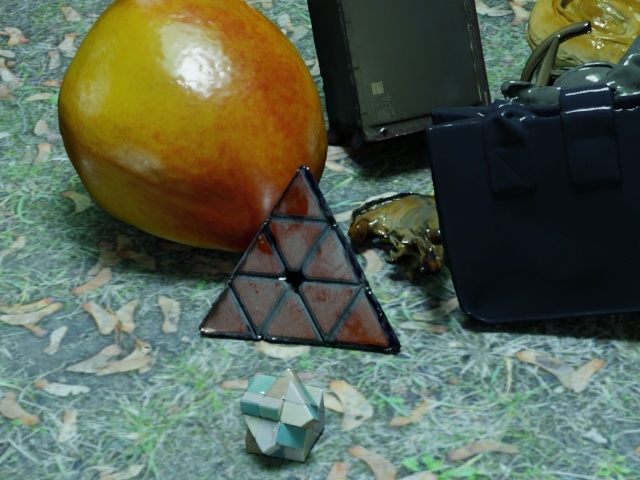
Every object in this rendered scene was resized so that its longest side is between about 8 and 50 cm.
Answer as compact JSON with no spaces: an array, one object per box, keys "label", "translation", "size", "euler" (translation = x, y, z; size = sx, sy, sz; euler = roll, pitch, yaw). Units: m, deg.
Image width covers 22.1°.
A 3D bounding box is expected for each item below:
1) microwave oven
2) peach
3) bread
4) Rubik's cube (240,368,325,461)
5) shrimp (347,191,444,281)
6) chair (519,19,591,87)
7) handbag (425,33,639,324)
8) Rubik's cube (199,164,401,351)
[{"label":"microwave oven","translation":[0.083,-0.250,1.985],"size":[0.178,0.247,0.188],"euler":[-13,11,-16]},{"label":"peach","translation":[-0.129,-0.134,1.816],"size":[0.289,0.289,0.308],"euler":[-26,33,-33]},{"label":"bread","translation":[0.386,-0.275,2.146],"size":[0.236,0.120,0.198],"euler":[-25,40,-32]},{"label":"Rubik's cube","translation":[-0.036,0.160,1.524],"size":[0.075,0.073,0.084],"euler":[0,30,6]},{"label":"shrimp","translation":[0.088,0.011,1.767],"size":[0.117,0.066,0.262],"euler":[-18,17,10]},{"label":"chair","translation":[0.302,-0.113,1.823],"size":[0.166,0.188,0.272],"euler":[9,30,3]},{"label":"handbag","translation":[0.278,-0.061,1.629],"size":[0.325,0.269,0.118],"euler":[-5,25,15]},{"label":"Rubik's cube","translation":[0.000,0.000,1.729],"size":[0.211,0.190,0.178],"euler":[8,16,8]}]
